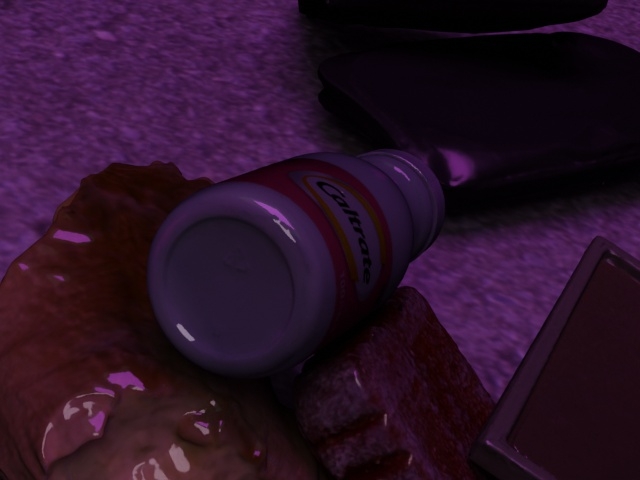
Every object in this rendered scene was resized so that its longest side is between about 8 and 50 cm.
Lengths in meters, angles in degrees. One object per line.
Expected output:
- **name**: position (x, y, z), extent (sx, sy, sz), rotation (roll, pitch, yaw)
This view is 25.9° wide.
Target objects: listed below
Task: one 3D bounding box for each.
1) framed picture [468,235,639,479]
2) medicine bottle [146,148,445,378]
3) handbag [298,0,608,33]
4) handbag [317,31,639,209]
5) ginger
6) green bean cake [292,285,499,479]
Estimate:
- **framed picture**: position (0.254, 0.141, 0.771), extent (0.324, 0.020, 0.240), rotation (34, 36, 5)
- **medicine bottle**: position (0.000, 0.000, 0.703), extent (0.090, 0.090, 0.217), rotation (25, 20, 16)
- **handbag**: position (0.104, -0.208, 1.161), extent (0.247, 0.080, 0.223), rotation (1, 2, -2)
- **handbag**: position (0.168, -0.101, 1.109), extent (0.332, 0.075, 0.191), rotation (-8, 37, -31)
- **ginger**: position (-0.077, 0.064, 0.741), extent (0.221, 0.130, 0.275), rotation (32, 35, 7)
- **green bean cake**: position (0.047, 0.103, 0.726), extent (0.135, 0.056, 0.136), rotation (59, 25, -5)
